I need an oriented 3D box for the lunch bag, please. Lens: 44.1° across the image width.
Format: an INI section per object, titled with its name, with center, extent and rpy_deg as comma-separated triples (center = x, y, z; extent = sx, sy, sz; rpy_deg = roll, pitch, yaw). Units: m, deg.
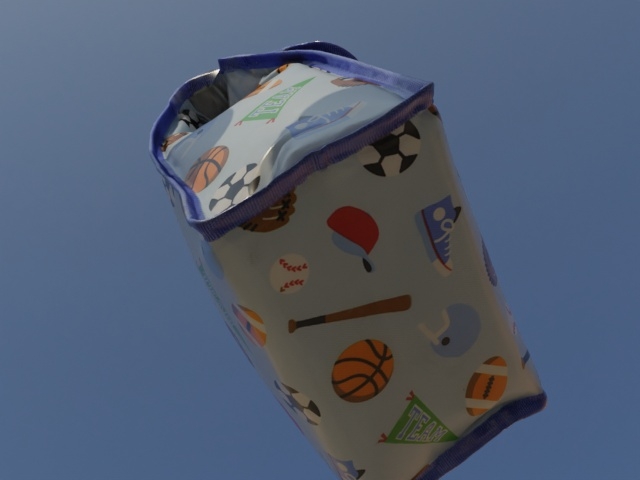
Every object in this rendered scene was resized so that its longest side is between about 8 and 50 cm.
[lunch bag]
center = 0.000, 0.000, 0.752
extent = 0.238, 0.385, 0.328
rpy_deg = -31, -64, -12
